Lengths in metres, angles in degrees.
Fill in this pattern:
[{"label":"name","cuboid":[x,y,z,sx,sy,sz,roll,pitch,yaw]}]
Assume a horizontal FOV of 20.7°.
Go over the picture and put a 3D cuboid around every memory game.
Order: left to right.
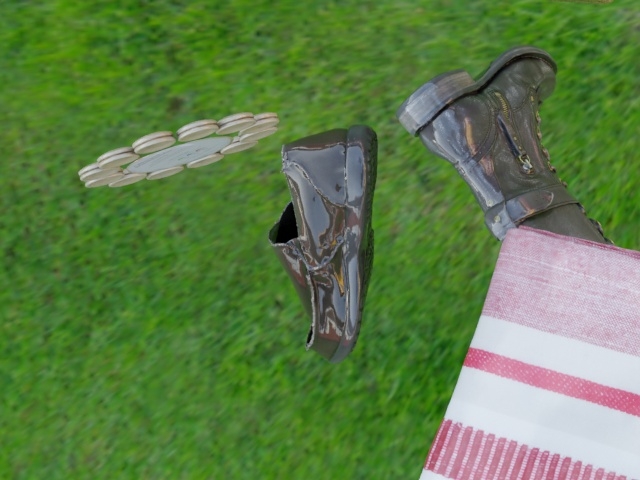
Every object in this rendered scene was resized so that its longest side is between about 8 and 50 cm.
[{"label":"memory game","cuboid":[-0.125,-0.080,1.548,0.186,0.186,0.012,-18,84,16]}]

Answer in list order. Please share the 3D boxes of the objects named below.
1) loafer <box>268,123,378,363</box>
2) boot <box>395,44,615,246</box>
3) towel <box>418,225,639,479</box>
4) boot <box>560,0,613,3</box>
[{"label":"loafer","cuboid":[0.000,0.000,1.335,0.078,0.080,0.220,7,128,5]},{"label":"boot","cuboid":[0.198,-0.060,1.637,0.229,0.263,0.091,53,128,11]},{"label":"towel","cuboid":[0.147,0.162,1.001,0.237,0.037,0.329,14,80,43]},{"label":"boot","cuboid":[0.224,-0.306,1.480,0.095,0.262,0.203,11,105,18]}]
